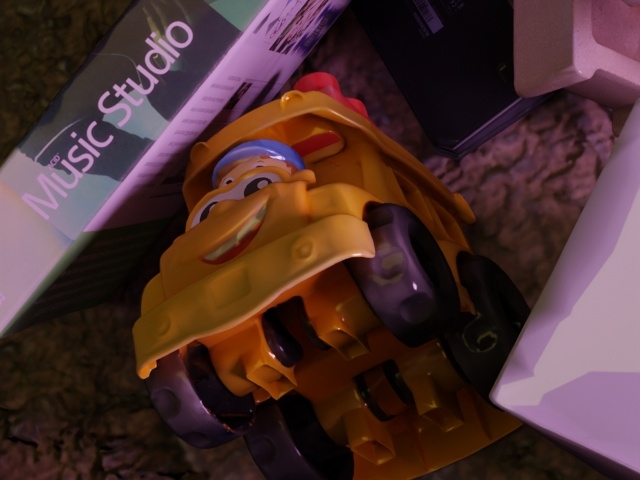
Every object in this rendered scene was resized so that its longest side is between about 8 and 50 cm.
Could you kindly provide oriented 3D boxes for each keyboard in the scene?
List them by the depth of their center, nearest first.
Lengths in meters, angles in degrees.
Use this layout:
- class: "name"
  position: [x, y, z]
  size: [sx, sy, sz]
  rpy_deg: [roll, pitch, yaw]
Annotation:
- class: "keyboard"
  position: [0.074, -0.141, 1.092]
  size: [0.108, 0.023, 0.180]
  rpy_deg: [-37, 62, 16]

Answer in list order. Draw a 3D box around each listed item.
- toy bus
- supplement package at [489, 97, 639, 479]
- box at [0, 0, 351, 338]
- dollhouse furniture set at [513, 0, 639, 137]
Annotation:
- class: "toy bus"
  position: [0.000, 0.000, 0.972]
  size: [0.149, 0.220, 0.211]
  rpy_deg: [-27, 58, 20]
- class: "supplement package"
  position: [0.215, 0.064, 0.854]
  size: [0.194, 0.203, 0.149]
  rpy_deg: [24, 84, 29]
- class: "box"
  position: [-0.060, -0.094, 1.005]
  size: [0.058, 0.232, 0.322]
  rpy_deg: [39, 97, 4]
- class: "dollhouse furniture set"
  position: [0.204, -0.148, 0.916]
  size: [0.259, 0.262, 0.135]
  rpy_deg: [-17, 60, 53]
